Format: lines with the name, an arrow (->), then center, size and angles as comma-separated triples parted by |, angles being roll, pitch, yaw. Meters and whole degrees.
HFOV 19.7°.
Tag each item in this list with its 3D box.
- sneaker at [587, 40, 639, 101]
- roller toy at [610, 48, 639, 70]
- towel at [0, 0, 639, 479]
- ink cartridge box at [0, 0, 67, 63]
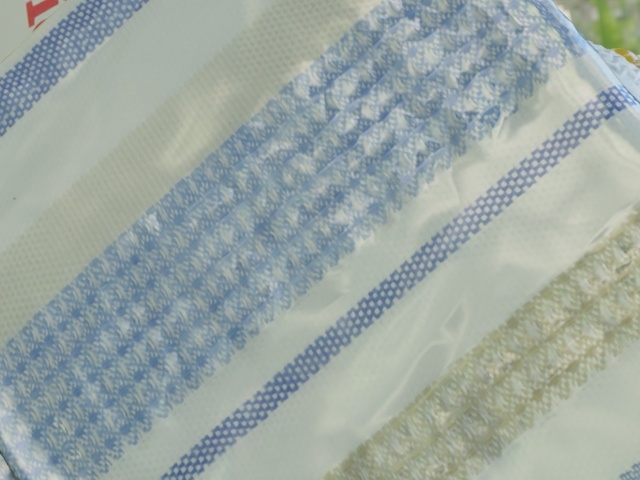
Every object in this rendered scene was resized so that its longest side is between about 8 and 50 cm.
sneaker -> 0.000, 0.000, 1.001 | 0.137, 0.366, 0.210 | 45, 58, -39
roller toy -> 0.208, -0.054, 1.202 | 0.146, 0.209, 0.191 | 71, 22, -6
towel -> 0.003, 0.029, 0.486 | 0.285, 0.209, 0.034 | 51, 8, 29
ink cartridge box -> -0.180, 0.028, 0.825 | 0.160, 0.385, 0.279 | 30, 40, -51
